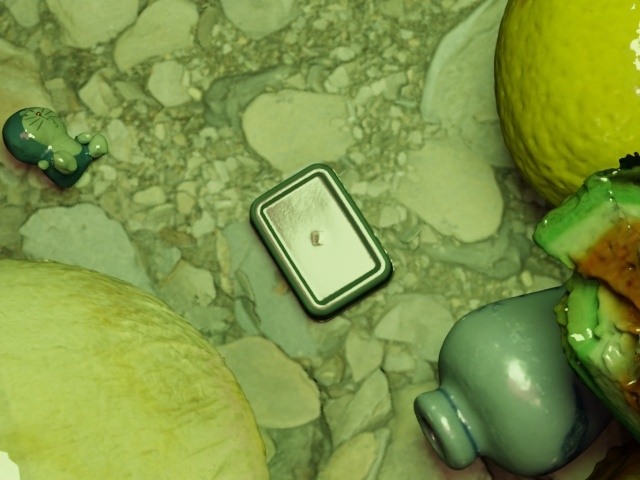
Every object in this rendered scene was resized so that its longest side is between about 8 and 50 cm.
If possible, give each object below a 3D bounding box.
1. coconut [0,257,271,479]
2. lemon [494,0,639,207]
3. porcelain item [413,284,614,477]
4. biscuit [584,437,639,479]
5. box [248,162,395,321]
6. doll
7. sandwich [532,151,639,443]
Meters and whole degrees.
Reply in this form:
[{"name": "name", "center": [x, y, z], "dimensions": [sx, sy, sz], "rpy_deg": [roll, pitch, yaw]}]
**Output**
[{"name": "coconut", "center": [-0.213, 0.204, 0.826], "dimensions": [0.405, 0.404, 0.404], "rpy_deg": [-1, 80, 3]}, {"name": "lemon", "center": [0.257, -0.133, 0.897], "dimensions": [0.267, 0.267, 0.267], "rpy_deg": [-1, 80, 3]}, {"name": "porcelain item", "center": [0.199, 0.093, 0.922], "dimensions": [0.259, 0.141, 0.141], "rpy_deg": [-29, 80, -10]}, {"name": "biscuit", "center": [0.319, 0.292, 0.828], "dimensions": [0.395, 0.166, 0.342], "rpy_deg": [-41, 79, -17]}, {"name": "box", "center": [0.000, 0.000, 0.996], "dimensions": [0.091, 0.031, 0.126], "rpy_deg": [-31, 81, -2]}, {"name": "doll", "center": [-0.241, -0.083, 1.010], "dimensions": [0.083, 0.076, 0.050], "rpy_deg": [38, 119, 2]}, {"name": "sandwich", "center": [0.277, 0.103, 0.735], "dimensions": [0.250, 0.162, 0.301], "rpy_deg": [12, 36, -27]}]
